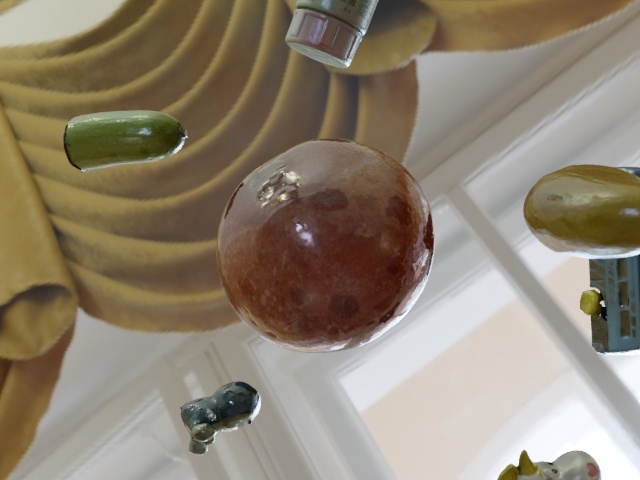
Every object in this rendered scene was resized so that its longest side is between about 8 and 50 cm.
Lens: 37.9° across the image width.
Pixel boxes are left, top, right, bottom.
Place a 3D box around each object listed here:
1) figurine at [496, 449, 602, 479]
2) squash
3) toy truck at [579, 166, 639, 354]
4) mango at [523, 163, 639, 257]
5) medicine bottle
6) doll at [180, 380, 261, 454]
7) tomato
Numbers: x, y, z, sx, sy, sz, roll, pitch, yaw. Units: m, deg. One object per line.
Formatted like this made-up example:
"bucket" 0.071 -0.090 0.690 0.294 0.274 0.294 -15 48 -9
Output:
"figurine" 0.295 0.326 1.161 0.129 0.109 0.178 -24 -66 10
"squash" -0.297 -0.161 1.448 0.188 0.095 0.095 -6 -29 22
"toy truck" 0.629 0.036 1.874 0.161 0.385 0.162 4 -8 -29
"mango" 0.405 -0.041 1.390 0.195 0.142 0.331 -2 5 7
"medicine bottle" 0.024 -0.398 1.617 0.135 0.135 0.168 18 -86 -48
"doll" -0.097 0.170 0.922 0.083 0.050 0.076 -22 -16 -19
"tomato" 0.000 0.000 1.109 0.270 0.270 0.227 -36 -58 4
